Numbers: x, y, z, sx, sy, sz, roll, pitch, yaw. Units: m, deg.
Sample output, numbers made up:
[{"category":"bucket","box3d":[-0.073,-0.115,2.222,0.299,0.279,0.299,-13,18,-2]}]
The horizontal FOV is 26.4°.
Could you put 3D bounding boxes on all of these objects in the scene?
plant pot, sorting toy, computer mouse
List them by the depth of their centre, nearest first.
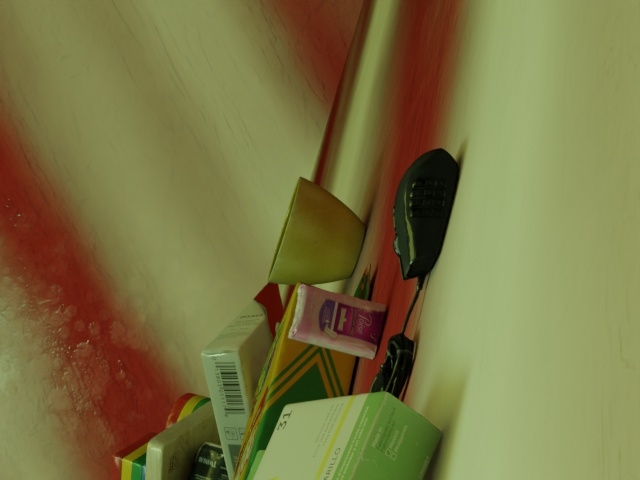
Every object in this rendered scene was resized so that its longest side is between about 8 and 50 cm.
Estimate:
[{"category":"computer mouse","box3d":[0.061,0.038,1.059,0.071,0.041,0.242,120,166,-70]},{"category":"plant pot","box3d":[0.000,0.000,1.656,0.134,0.095,0.134,-163,90,-87]},{"category":"sorting toy","box3d":[-0.183,0.332,1.799,0.255,0.089,0.257,-27,-54,-61]}]

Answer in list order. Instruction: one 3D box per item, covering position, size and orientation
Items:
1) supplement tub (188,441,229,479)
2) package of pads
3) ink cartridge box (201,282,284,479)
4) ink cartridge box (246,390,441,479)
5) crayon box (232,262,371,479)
[{"category":"supplement tub","box3d":[-0.121,0.355,1.690,0.117,0.117,0.190,132,154,-81]},{"category":"package of pads","box3d":[0.015,0.074,1.233,0.032,0.083,0.050,135,149,-71]},{"category":"ink cartridge box","box3d":[-0.057,0.167,1.625,0.232,0.066,0.189,-42,-55,-57]},{"category":"ink cartridge box","box3d":[-0.035,0.191,0.881,0.235,0.056,0.171,-17,42,56]},{"category":"crayon box","box3d":[-0.030,0.190,1.389,0.202,0.081,0.318,111,175,-50]}]
